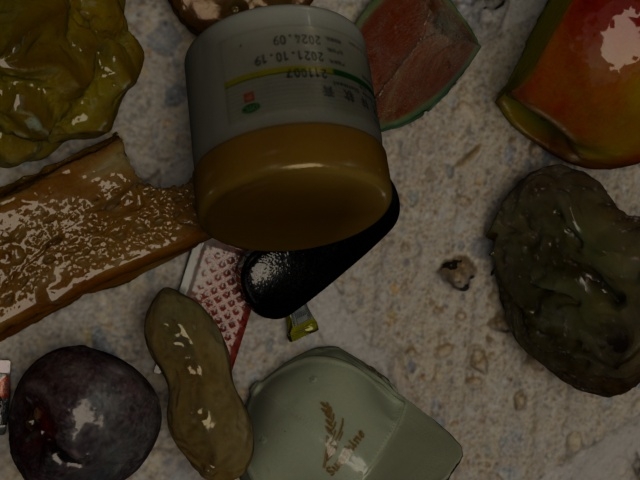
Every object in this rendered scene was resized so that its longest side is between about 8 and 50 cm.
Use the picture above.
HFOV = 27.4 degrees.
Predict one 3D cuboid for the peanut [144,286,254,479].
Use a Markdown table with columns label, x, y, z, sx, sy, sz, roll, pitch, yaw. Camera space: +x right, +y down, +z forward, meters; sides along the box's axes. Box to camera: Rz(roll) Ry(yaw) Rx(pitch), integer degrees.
| label | x | y | z | sx | sy | sz | roll | pitch | yaw |
| --- | --- | --- | --- | --- | --- | --- | --- | --- | --- |
| peanut | -0.155 | 0.184 | 1.677 | 0.101 | 0.117 | 0.263 | -16 | 89 | 3 |

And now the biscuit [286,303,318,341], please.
| label | x | y | z | sx | sy | sz | roll | pitch | yaw |
| --- | --- | --- | --- | --- | --- | --- | --- | --- | --- |
| biscuit | -0.066 | -0.004 | 1.764 | 0.048 | 0.026 | 0.292 | -22 | 101 | -19 |

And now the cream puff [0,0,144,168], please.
| label | x | y | z | sx | sy | sz | roll | pitch | yaw |
| --- | --- | --- | --- | --- | --- | --- | --- | --- | --- |
| cream puff | -0.364 | -0.235 | 1.536 | 0.324 | 0.257 | 0.291 | 24 | 90 | -17 |

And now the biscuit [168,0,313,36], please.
| label | x | y | z | sx | sy | sz | roll | pitch | yaw |
| --- | --- | --- | --- | --- | --- | --- | --- | --- | --- |
| biscuit | -0.105 | -0.357 | 1.707 | 0.220 | 0.066 | 0.221 | 0 | 91 | -16 |

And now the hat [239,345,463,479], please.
| label | x | y | z | sx | sy | sz | roll | pitch | yaw |
| --- | --- | --- | --- | --- | --- | --- | --- | --- | --- |
| hat | 0.026 | 0.280 | 1.700 | 0.168 | 0.301 | 0.258 | 42 | 79 | -38 |

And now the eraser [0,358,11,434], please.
| label | x | y | z | sx | sy | sz | roll | pitch | yaw |
| --- | --- | --- | --- | --- | --- | --- | --- | --- | --- |
| eraser | -0.409 | 0.200 | 1.670 | 0.027 | 0.019 | 0.099 | 4 | 92 | -18 |

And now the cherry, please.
| label | x | y | z | sx | sy | sz | roll | pitch | yaw |
| --- | --- | --- | --- | --- | --- | --- | --- | --- | --- |
| cherry | -0.291 | 0.228 | 1.632 | 0.195 | 0.195 | 0.195 | -1 | 94 | -18 |

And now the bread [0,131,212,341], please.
| label | x | y | z | sx | sy | sz | roll | pitch | yaw |
| --- | --- | --- | --- | --- | --- | --- | --- | --- | --- |
| bread | -0.313 | -0.015 | 1.643 | 0.380 | 0.109 | 0.185 | -25 | 90 | -17 |

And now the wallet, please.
| label | x | y | z | sx | sy | sz | roll | pitch | yaw |
| --- | --- | --- | --- | --- | --- | --- | --- | --- | --- |
| wallet | -0.145 | 0.095 | 1.742 | 0.103 | 0.020 | 0.197 | 17 | 90 | -8 |

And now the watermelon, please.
| label | x | y | z | sx | sy | sz | roll | pitch | yaw |
| --- | --- | --- | --- | --- | --- | --- | --- | --- | --- |
| watermelon | 0.119 | -0.236 | 1.779 | 0.146 | 0.128 | 0.231 | 31 | 99 | -45 |

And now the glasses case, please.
| label | x | y | z | sx | sy | sz | roll | pitch | yaw |
| --- | --- | --- | --- | --- | --- | --- | --- | --- | --- |
| glasses case | 0.000 | 0.000 | 1.748 | 0.266 | 0.067 | 0.103 | -39 | 113 | -23 |

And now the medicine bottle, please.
| label | x | y | z | sx | sy | sz | roll | pitch | yaw |
| --- | --- | --- | --- | --- | --- | --- | --- | --- | --- |
| medicine bottle | -0.043 | -0.135 | 1.614 | 0.237 | 0.238 | 0.232 | 0 | 67 | -18 |

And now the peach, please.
| label | x | y | z | sx | sy | sz | roll | pitch | yaw |
| --- | --- | --- | --- | --- | --- | --- | --- | --- | --- |
| peach | 0.452 | -0.277 | 1.803 | 0.306 | 0.242 | 0.380 | 34 | 83 | -12 |

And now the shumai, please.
| label | x | y | z | sx | sy | sz | roll | pitch | yaw |
| --- | --- | --- | --- | --- | --- | --- | --- | --- | --- |
| shumai | 0.393 | 0.067 | 1.784 | 0.217 | 0.283 | 0.346 | -20 | 102 | -17 |
